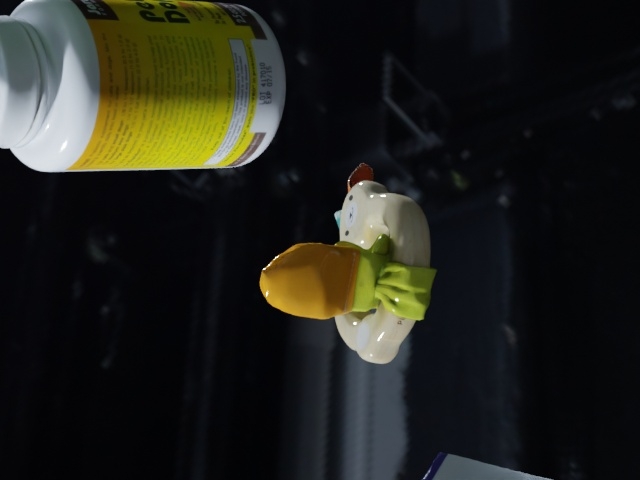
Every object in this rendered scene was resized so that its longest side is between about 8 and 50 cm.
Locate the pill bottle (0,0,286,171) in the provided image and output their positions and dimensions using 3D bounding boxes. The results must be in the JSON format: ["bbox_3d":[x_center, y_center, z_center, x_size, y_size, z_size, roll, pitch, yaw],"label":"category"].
[{"bbox_3d":[-0.137,-0.105,1.153,0.117,0.215,0.117,5,-83,50],"label":"pill bottle"}]

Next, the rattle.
[{"bbox_3d":[0.000,0.000,1.322,0.143,0.130,0.199,-4,-138,-14],"label":"rattle"}]

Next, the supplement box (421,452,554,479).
[{"bbox_3d":[0.112,0.258,1.066,0.114,0.220,0.111,12,-138,26],"label":"supplement box"}]
